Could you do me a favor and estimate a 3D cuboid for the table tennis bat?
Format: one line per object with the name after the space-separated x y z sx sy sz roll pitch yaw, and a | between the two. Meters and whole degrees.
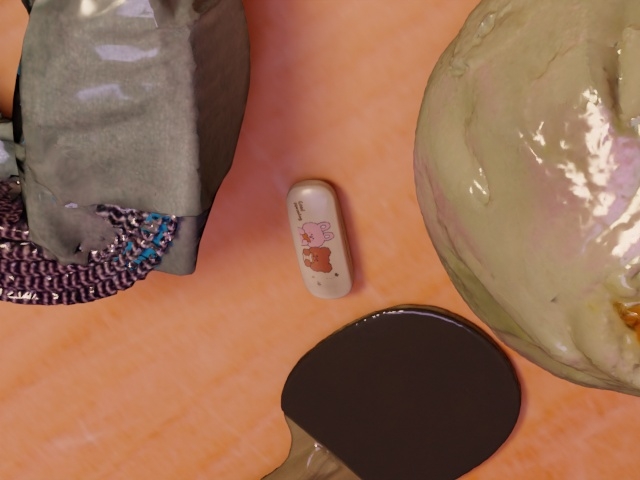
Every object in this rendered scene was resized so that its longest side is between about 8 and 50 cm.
0.023 0.132 1.136 0.138 0.022 0.246 43 120 -15 | table tennis bat

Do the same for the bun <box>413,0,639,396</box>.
0.183 -0.015 0.909 0.293 0.187 0.293 7 121 11 | bun

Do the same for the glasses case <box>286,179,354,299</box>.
0.000 0.000 1.056 0.032 0.021 0.083 -3 121 16 | glasses case

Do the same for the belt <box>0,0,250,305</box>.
-0.173 -0.116 0.967 0.260 0.122 0.324 10 121 14 | belt
